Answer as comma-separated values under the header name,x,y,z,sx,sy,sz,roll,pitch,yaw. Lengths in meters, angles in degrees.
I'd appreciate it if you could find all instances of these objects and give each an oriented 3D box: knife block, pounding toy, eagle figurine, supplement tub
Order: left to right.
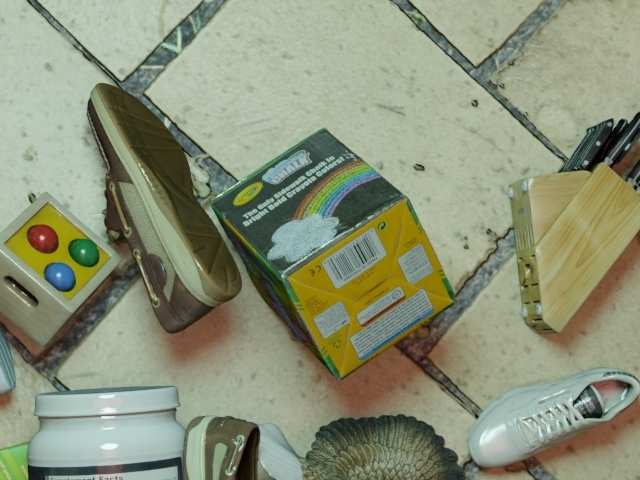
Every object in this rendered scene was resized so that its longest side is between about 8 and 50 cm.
name,x,y,z,sx,sy,sz,roll,pitch,yaw
pounding toy,-0.365,0.033,1.804,0.181,0.094,0.206,42,38,-4
supplement tub,-0.244,0.311,1.777,0.191,0.191,0.272,-2,87,-9
eagle figurine,0.048,0.326,1.866,0.298,0.225,0.226,-9,77,1
knife block,0.376,-0.025,1.989,0.242,0.088,0.275,-5,86,-9

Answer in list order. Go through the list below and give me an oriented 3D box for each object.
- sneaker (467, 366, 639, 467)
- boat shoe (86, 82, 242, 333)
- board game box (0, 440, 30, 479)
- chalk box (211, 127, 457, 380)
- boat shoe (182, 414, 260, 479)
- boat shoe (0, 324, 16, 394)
name,x,y,z,sx,sy,sz,roll,pitch,yaw
sneaker,0.299,0.223,1.956,0.235,0.095,0.090,-26,92,-9
boat shoe,-0.219,-0.040,1.851,0.123,0.123,0.342,-40,65,21
board game box,-0.348,0.309,1.873,0.259,0.039,0.124,-14,88,-13
chalk box,0.000,0.000,1.857,0.180,0.289,0.179,-33,124,-8
boat shoe,-0.103,0.329,1.735,0.095,0.095,0.257,-4,86,23
boat shoe,-0.444,0.092,1.860,0.076,0.083,0.226,-24,78,1
